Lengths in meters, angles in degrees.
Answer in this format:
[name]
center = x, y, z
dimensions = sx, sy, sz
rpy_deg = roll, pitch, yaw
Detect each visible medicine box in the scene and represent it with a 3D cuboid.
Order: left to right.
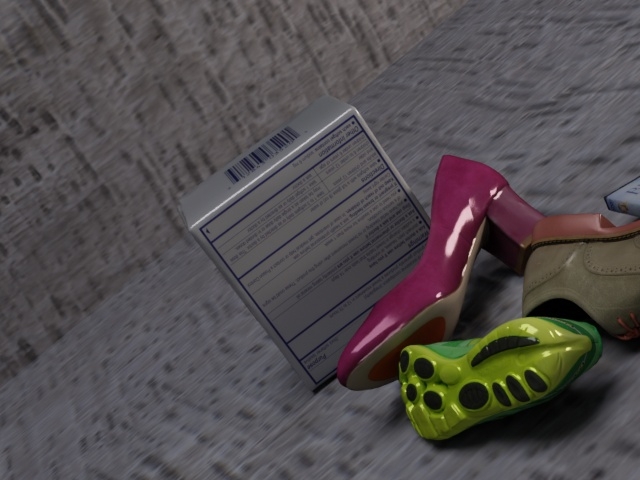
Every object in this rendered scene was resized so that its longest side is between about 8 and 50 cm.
[medicine box]
center = 0.000, 0.000, 1.646
dimensions = 0.263, 0.289, 0.149
rpy_deg = -36, 19, -3

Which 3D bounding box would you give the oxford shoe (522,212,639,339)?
[oxford shoe]
center = 0.350, 0.046, 1.253
dimensions = 0.348, 0.123, 0.130
rpy_deg = -5, 62, 55

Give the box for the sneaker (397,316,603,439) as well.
[sneaker]
center = 0.184, 0.146, 1.303
dimensions = 0.123, 0.109, 0.295
rpy_deg = -5, -10, -31

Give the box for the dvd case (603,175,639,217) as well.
[dvd case]
center = 0.458, -0.068, 1.382
dimensions = 0.180, 0.022, 0.253
rpy_deg = -30, 16, -13

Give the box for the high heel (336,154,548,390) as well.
[high heel]
center = 0.112, 0.034, 1.513
dimensions = 0.181, 0.127, 0.377
rpy_deg = 37, 52, 25
